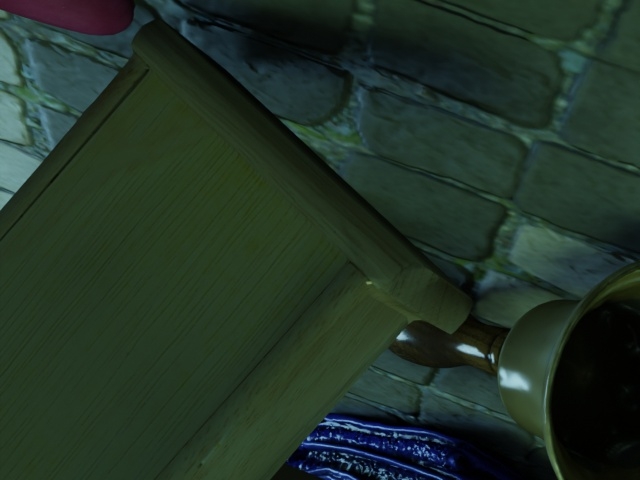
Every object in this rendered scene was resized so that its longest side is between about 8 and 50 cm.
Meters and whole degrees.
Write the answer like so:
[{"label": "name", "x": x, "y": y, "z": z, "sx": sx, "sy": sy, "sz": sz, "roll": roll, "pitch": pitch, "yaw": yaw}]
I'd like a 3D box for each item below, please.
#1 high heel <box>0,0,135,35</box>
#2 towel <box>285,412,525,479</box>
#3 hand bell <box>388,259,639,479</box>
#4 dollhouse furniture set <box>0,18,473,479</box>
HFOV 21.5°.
[{"label": "high heel", "x": -0.187, "y": -0.114, "z": 0.629, "sx": 0.244, "sy": 0.117, "sz": 0.082, "roll": 33, "pitch": 158, "yaw": -29}, {"label": "towel", "x": 0.130, "y": 0.217, "z": 1.255, "sx": 0.308, "sy": 0.076, "sz": 0.228, "roll": 35, "pitch": 164, "yaw": -35}, {"label": "hand bell", "x": 0.091, "y": 0.057, "z": 0.850, "sx": 0.126, "sy": 0.126, "sz": 0.242, "roll": 33, "pitch": 169, "yaw": -29}, {"label": "dollhouse furniture set", "x": -0.018, "y": 0.107, "z": 0.828, "sx": 0.362, "sy": 0.256, "sz": 0.394, "roll": 45, "pitch": -174, "yaw": 31}]
